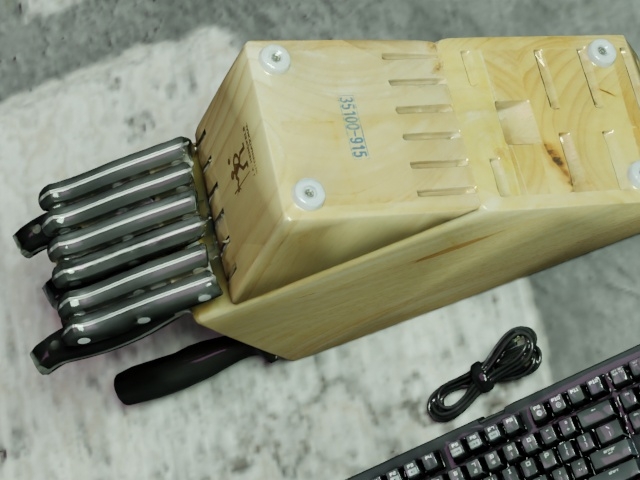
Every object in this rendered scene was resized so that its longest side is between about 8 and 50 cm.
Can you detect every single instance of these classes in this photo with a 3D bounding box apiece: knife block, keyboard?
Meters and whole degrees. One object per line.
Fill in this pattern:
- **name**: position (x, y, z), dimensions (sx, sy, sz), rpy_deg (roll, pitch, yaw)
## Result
- **knife block**: position (0.000, 0.000, 0.837), dimensions (0.276, 0.242, 0.088), rpy_deg (-4, 67, -22)
- **keyboard**: position (0.085, 0.097, 0.786), dimensions (0.180, 0.023, 0.108), rpy_deg (-27, 64, 17)
